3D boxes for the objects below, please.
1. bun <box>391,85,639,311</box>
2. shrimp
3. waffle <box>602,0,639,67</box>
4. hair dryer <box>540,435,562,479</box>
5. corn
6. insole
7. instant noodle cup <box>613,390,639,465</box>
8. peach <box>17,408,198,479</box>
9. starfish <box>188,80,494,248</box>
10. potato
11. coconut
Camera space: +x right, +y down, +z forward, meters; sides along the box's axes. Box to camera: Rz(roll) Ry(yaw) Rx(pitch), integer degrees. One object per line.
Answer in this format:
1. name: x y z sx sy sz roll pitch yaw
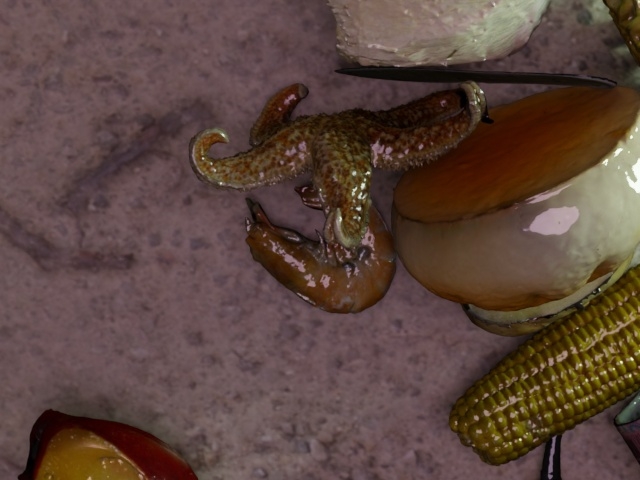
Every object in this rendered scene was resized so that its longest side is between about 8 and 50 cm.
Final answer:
1. bun: 0.225 -0.029 1.540 0.299 0.299 0.165 -26 114 1
2. shrimp: -0.001 0.001 1.676 0.187 0.051 0.132 30 82 -10
3. waffle: 0.349 -0.190 1.560 0.056 0.253 0.249 -27 68 11
4. hair dryer: 0.300 0.364 1.693 0.303 0.120 0.360 1 86 -9
5. corn: 0.302 0.121 1.650 0.363 0.120 0.120 -31 94 1
6. insole: 0.153 -0.169 1.573 0.322 0.109 0.007 7 92 32
7. instant noodle cup: 0.455 0.232 1.614 0.243 0.243 0.231 -36 87 2
8. peach: -0.205 0.289 1.640 0.158 0.154 0.267 -30 85 11
9. starfish: 0.032 -0.099 1.546 0.303 0.312 0.113 -4 116 17
10. potato: 0.246 0.033 1.652 0.200 0.081 0.164 -30 55 5
11. coconut: 0.124 -0.318 1.528 0.254 0.297 0.297 -5 95 7
